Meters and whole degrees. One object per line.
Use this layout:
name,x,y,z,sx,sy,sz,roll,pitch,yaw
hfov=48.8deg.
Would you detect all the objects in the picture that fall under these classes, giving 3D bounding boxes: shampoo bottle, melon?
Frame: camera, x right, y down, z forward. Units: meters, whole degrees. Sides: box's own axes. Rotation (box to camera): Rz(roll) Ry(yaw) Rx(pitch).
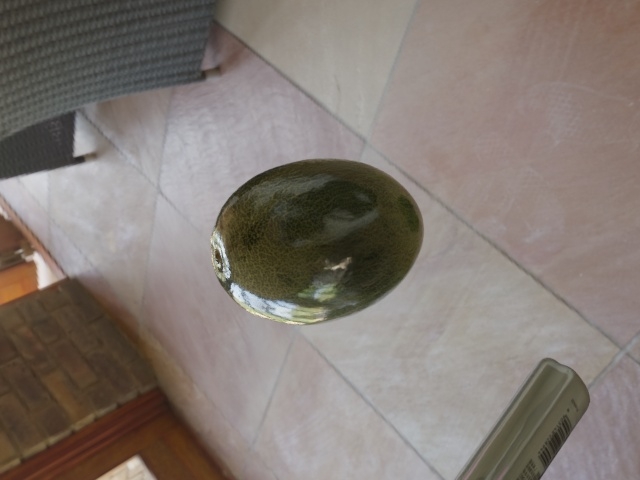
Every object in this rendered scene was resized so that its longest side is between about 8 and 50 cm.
shampoo bottle,0.149,0.209,0.605,0.056,0.227,0.086,27,156,37
melon,0.000,0.000,0.414,0.098,0.131,0.097,23,116,60
